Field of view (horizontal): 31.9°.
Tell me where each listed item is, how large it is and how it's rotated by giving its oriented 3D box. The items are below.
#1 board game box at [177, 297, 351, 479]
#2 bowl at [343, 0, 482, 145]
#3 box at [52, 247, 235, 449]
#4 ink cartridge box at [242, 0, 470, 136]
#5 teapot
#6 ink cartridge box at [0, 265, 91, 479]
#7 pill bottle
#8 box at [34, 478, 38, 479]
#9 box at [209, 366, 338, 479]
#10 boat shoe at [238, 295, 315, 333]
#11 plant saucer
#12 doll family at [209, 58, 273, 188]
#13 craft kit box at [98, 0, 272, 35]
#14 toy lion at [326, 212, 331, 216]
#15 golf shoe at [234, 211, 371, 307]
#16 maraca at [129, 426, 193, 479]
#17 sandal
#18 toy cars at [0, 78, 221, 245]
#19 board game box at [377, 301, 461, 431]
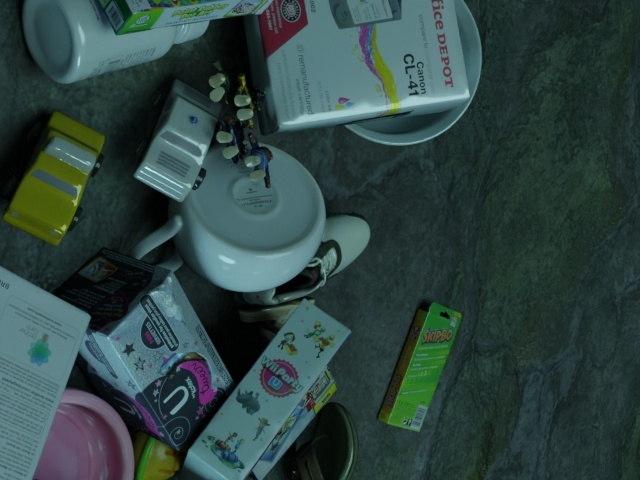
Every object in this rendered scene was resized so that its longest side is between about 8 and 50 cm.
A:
[{"bbox_3d":[-0.092,0.262,1.761,0.303,0.097,0.224,-54,176,-25],"label":"board game box"},{"bbox_3d":[0.104,-0.299,1.841,0.298,0.134,0.297,0,90,-14],"label":"bowl"},{"bbox_3d":[-0.260,0.159,1.620,0.142,0.163,0.247,-48,134,-28],"label":"box"},{"bbox_3d":[0.049,-0.291,1.692,0.306,0.131,0.226,-10,92,-13],"label":"ink cartridge box"},{"bbox_3d":[-0.126,-0.014,1.694,0.252,0.256,0.187,-66,-176,-39],"label":"teapot"},{"bbox_3d":[-0.472,0.214,1.316,0.270,0.151,0.395,36,57,-39],"label":"ink cartridge box"},{"bbox_3d":[-0.264,-0.295,1.478,0.229,0.131,0.131,-25,121,-40],"label":"pill bottle"},{"bbox_3d":[-0.379,0.487,1.529,0.261,0.103,0.184,-59,141,-14],"label":"box"},{"bbox_3d":[-0.077,0.285,1.961,0.233,0.044,0.159,-48,134,-26],"label":"box"},{"bbox_3d":[-0.072,0.130,1.897,0.170,0.063,0.059,-5,102,-48],"label":"boat shoe"},{"bbox_3d":[-0.418,0.358,1.581,0.332,0.084,0.332,-20,118,-43],"label":"plant saucer"},{"bbox_3d":[-0.111,-0.165,1.598,0.076,0.111,0.193,-6,103,0],"label":"doll family"},{"bbox_3d":[-0.210,-0.395,1.450,0.247,0.061,0.250,-20,77,-45],"label":"craft kit box"},{"bbox_3d":[0.000,0.000,1.958,0.096,0.034,0.100,11,96,-57],"label":"toy lion"},{"bbox_3d":[-0.011,0.042,1.850,0.273,0.120,0.105,-28,116,-25],"label":"golf shoe"},{"bbox_3d":[-0.242,0.296,1.743,0.127,0.099,0.185,104,10,-58],"label":"maraca"},{"bbox_3d":[-0.021,0.438,2.032,0.086,0.120,0.302,28,83,-35],"label":"sandal"},{"bbox_3d":[-0.262,-0.126,1.512,0.394,0.087,0.176,-23,79,-41],"label":"toy cars"},{"bbox_3d":[0.204,0.255,2.271,0.124,0.039,0.259,24,88,-50],"label":"board game box"}]
